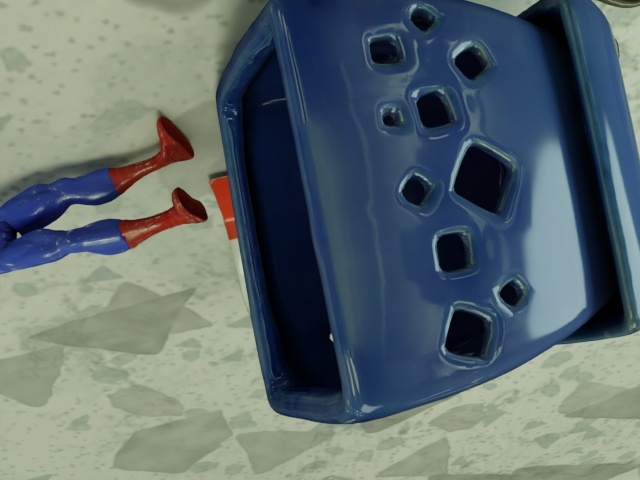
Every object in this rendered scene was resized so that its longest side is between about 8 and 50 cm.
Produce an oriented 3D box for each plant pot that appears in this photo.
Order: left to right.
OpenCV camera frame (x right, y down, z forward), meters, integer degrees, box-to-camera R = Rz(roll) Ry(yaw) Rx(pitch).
[{"bbox_3d":[0.068,-0.023,0.784,0.212,0.235,0.236,-9,175,-15],"label":"plant pot"}]

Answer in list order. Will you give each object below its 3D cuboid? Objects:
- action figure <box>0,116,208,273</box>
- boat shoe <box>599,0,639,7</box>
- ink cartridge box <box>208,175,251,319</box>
[{"bbox_3d":[-0.236,-0.014,0.885,0.280,0.091,0.139,-22,152,15],"label":"action figure"},{"bbox_3d":[0.114,-0.242,0.640,0.112,0.095,0.335,-24,145,18],"label":"boat shoe"},{"bbox_3d":[0.000,0.000,1.019,0.146,0.045,0.179,-13,149,1],"label":"ink cartridge box"}]
